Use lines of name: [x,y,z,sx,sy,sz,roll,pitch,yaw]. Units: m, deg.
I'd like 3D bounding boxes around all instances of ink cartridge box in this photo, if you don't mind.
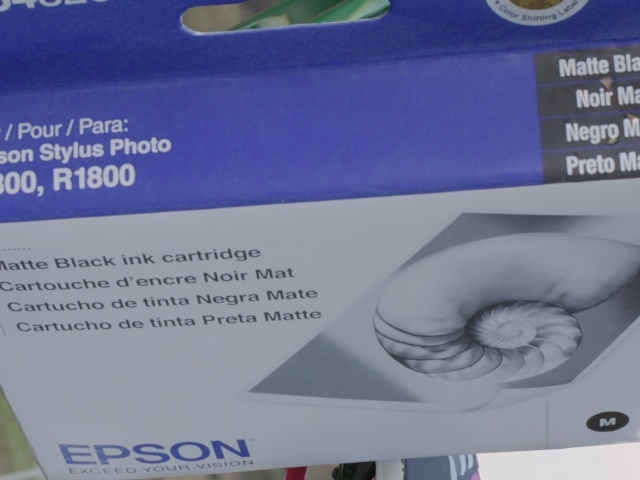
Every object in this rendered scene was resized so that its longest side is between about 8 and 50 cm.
ink cartridge box: [0.000,0.000,0.555,0.224,0.223,0.045,78,9,-54]

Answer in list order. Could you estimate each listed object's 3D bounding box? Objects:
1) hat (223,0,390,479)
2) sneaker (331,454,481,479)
hat: [0.022,-0.007,0.742,0.183,0.208,0.173,63,-9,-11]
sneaker: [0.015,0.127,0.706,0.072,0.077,0.178,23,62,-61]
